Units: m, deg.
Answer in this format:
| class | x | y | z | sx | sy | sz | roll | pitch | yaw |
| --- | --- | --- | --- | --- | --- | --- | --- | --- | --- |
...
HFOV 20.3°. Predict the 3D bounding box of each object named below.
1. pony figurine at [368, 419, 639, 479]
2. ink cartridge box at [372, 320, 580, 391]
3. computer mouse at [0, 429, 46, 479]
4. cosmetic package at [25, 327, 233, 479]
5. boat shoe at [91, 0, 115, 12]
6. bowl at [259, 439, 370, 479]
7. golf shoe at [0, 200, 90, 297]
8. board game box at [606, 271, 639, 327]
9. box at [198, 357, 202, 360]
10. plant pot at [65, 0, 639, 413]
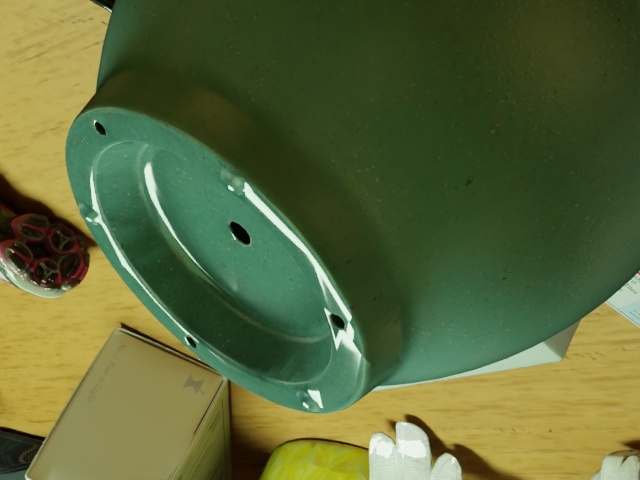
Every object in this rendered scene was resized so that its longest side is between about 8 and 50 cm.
| class | x | y | z | sx | sy | sz | roll | pitch | yaw |
| --- | --- | --- | --- | --- | --- | --- | --- | --- | --- |
| pony figurine | 0.156 | 0.332 | 1.306 | 0.363 | 0.351 | 0.303 | 23 | 164 | -32 |
| ink cartridge box | 0.000 | 0.000 | 1.136 | 0.239 | 0.060 | 0.275 | 39 | 153 | -20 |
| computer mouse | -0.282 | 0.259 | 1.875 | 0.272 | 0.072 | 0.188 | -2 | 140 | 48 |
| cosmetic package | -0.161 | 0.224 | 1.587 | 0.113 | 0.160 | 0.309 | 24 | 152 | 12 |
| boat shoe | -0.095 | -0.133 | 1.004 | 0.152 | 0.049 | 0.056 | 32 | 154 | -3 |
| bowl | 0.049 | 0.315 | 1.534 | 0.289 | 0.156 | 0.289 | 24 | 153 | 13 |
| golf shoe | -0.271 | -0.012 | 1.385 | 0.186 | 0.067 | 0.086 | 37 | 155 | -14 |
| board game box | 0.321 | 0.038 | 0.855 | 0.319 | 0.066 | 0.318 | 36 | 154 | -11 |
| box | -0.046 | -0.009 | 1.097 | 0.184 | 0.045 | 0.190 | 2 | 120 | 54 |
| plant pot | 0.010 | -0.047 | 0.814 | 0.293 | 0.196 | 0.293 | 34 | 150 | 22 |
